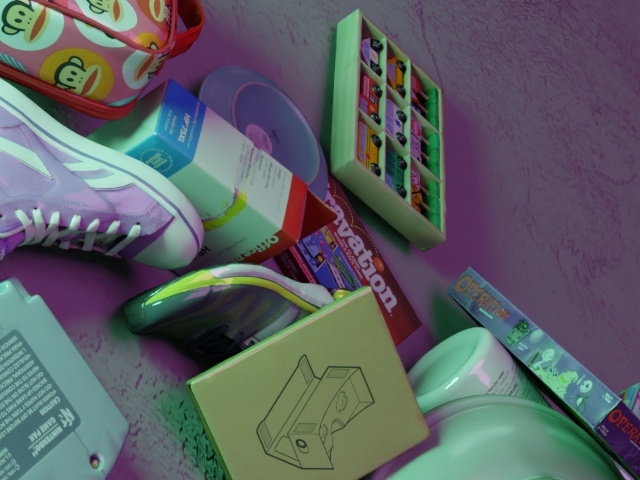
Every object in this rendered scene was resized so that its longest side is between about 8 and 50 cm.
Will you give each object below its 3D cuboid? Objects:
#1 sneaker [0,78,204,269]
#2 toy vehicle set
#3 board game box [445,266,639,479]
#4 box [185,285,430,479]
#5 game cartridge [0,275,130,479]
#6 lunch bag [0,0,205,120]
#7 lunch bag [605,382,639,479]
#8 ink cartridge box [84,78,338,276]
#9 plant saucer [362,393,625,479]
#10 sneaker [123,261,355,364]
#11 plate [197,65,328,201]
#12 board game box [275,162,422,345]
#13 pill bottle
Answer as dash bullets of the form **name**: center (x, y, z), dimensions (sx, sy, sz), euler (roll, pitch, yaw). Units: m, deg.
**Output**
- **sneaker**: center (-0.238, -0.015, 1.453), dimensions (0.282, 0.102, 0.161), euler (30, 47, -20)
- **toy vehicle set**: center (0.082, -0.132, 1.953), dimensions (0.166, 0.035, 0.267), euler (39, 36, -32)
- **board game box**: center (0.279, 0.168, 1.810), dimensions (0.208, 0.056, 0.347), euler (40, 3, -31)
- **box**: center (-0.008, 0.159, 1.546), dimensions (0.201, 0.021, 0.164), euler (-28, 104, -22)
- **game cartridge**: center (-0.276, 0.169, 1.304), dimensions (0.196, 0.060, 0.294), euler (53, 36, -3)
- **lunch bag**: center (-0.228, -0.249, 1.534), dimensions (0.258, 0.120, 0.293), euler (22, 36, -19)
- **lunch bag**: center (0.410, 0.323, 1.992), dimensions (0.279, 0.108, 0.224), euler (52, 34, -11)
- **ink cartridge box**: center (-0.108, -0.035, 1.585), dimensions (0.231, 0.134, 0.078), euler (37, 42, -28)
- **plant saucer**: center (0.207, 0.345, 1.618), dimensions (0.400, 0.100, 0.401), euler (8, 75, -32)
- **sneaker**: center (-0.057, 0.098, 1.583), dimensions (0.300, 0.111, 0.121), euler (12, 65, -41)
- **plate**: center (-0.053, -0.107, 1.757), dimensions (0.188, 0.024, 0.188), euler (31, 44, -35)
- **board game box**: center (0.000, 0.000, 1.788), dimensions (0.281, 0.027, 0.145), euler (59, 34, -1)
- **pill bottle**: center (0.196, 0.217, 1.783), dimensions (0.229, 0.131, 0.131), euler (51, 36, -13)
